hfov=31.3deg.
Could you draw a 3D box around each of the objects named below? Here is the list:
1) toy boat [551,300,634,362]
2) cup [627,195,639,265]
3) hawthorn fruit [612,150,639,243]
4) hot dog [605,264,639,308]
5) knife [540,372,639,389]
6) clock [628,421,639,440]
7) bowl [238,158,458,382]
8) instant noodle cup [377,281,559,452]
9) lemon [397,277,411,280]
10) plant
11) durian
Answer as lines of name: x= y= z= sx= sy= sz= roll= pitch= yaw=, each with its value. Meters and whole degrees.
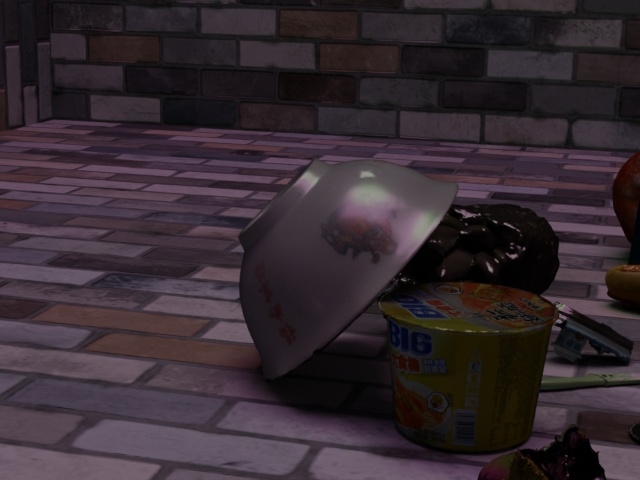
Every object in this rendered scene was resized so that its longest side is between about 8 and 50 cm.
toy boat: x=0.352 y=0.134 z=1.542 sx=0.140 sy=0.066 sz=0.059 roll=28 pitch=-2 yaw=-9
cup: x=0.610 y=-0.001 z=1.937 sx=0.176 sy=0.155 sz=0.131 roll=-2 pitch=14 yaw=-8
hawthorn fruit: x=0.667 y=-0.070 z=2.120 sx=0.242 sy=0.242 sz=0.272 roll=6 pitch=3 yaw=18
hot dog: x=0.558 y=0.080 z=1.748 sx=0.249 sy=0.076 sz=0.102 roll=2 pitch=-17 yaw=32
knife: x=0.345 y=0.178 z=1.457 sx=0.207 sy=0.014 sz=0.030 roll=-1 pitch=13 yaw=-15
clock: x=0.387 y=0.219 z=1.287 sx=0.074 sy=0.010 sz=0.083 roll=-9 pitch=17 yaw=-37
bowl: x=0.000 y=0.000 z=1.438 sx=0.157 sy=0.345 sz=0.345 roll=45 pitch=12 yaw=-6
instant noodle cup: x=0.166 y=0.143 z=1.291 sx=0.205 sy=0.153 sz=0.205 roll=0 pitch=11 yaw=0
lemon: x=0.170 y=0.040 z=1.883 sx=0.111 sy=0.082 sz=0.082 roll=4 pitch=13 yaw=4
plant: x=0.221 y=0.044 z=1.666 sx=0.194 sy=0.181 sz=0.321 roll=18 pitch=22 yaw=36
durian: x=0.199 y=0.245 z=1.037 sx=0.108 sy=0.119 sz=0.187 roll=-34 pitch=-15 yaw=23
